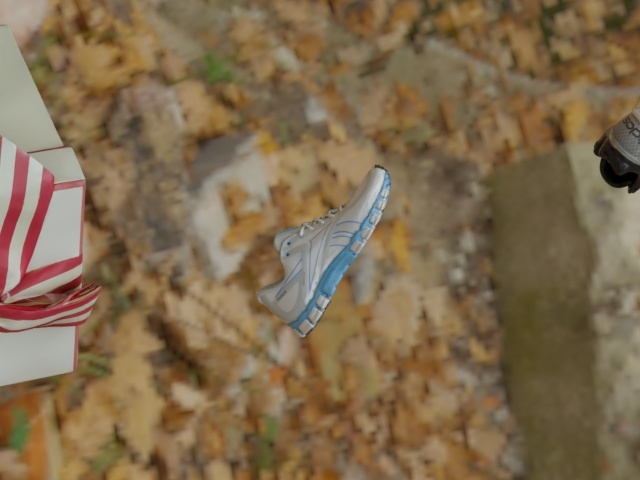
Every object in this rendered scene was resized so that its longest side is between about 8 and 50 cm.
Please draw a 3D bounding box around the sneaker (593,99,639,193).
[{"bbox_3d":[0.279,-0.078,1.726,0.063,0.075,0.170,52,6,12],"label":"sneaker"}]

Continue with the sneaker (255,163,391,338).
[{"bbox_3d":[0.000,0.000,1.947,0.083,0.071,0.191,32,96,-1],"label":"sneaker"}]

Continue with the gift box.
[{"bbox_3d":[-0.339,-0.020,1.618,0.255,0.276,0.258,-14,48,-17],"label":"gift box"}]
